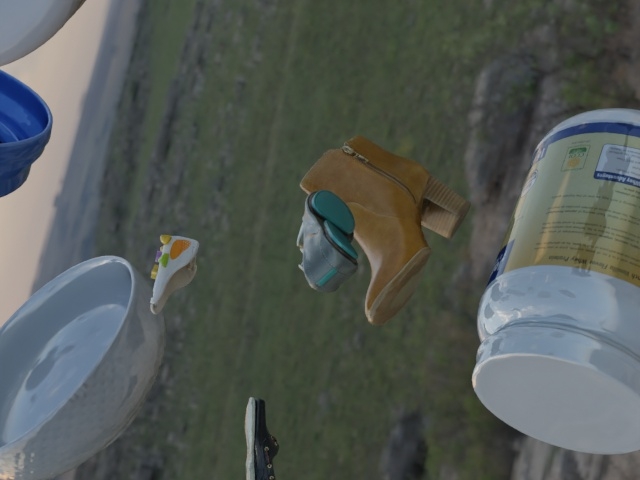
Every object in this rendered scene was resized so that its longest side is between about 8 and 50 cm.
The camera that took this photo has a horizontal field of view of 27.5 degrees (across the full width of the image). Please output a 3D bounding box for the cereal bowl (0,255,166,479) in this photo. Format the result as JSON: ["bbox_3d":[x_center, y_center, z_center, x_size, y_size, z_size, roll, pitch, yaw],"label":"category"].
[{"bbox_3d":[-0.334,0.191,1.774,0.339,0.141,0.339,-32,30,21],"label":"cereal bowl"}]

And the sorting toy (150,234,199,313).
[{"bbox_3d":[-0.163,0.040,1.392,0.083,0.045,0.075,110,-179,-70],"label":"sorting toy"}]

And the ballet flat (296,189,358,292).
[{"bbox_3d":[0.000,0.000,1.485,0.068,0.072,0.213,-48,14,13],"label":"ballet flat"}]

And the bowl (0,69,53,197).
[{"bbox_3d":[-0.484,-0.144,1.381,0.391,0.391,0.077,-107,34,-68],"label":"bowl"}]

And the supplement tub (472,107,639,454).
[{"bbox_3d":[0.298,0.043,1.389,0.316,0.228,0.228,-65,6,-30],"label":"supplement tub"}]

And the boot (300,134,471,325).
[{"bbox_3d":[0.058,-0.022,1.771,0.295,0.211,0.104,-49,-17,-45],"label":"boot"}]

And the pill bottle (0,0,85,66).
[{"bbox_3d":[-0.163,-0.211,0.704,0.283,0.161,0.161,-76,6,-61],"label":"pill bottle"}]

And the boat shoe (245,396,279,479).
[{"bbox_3d":[-0.075,0.263,1.674,0.049,0.042,0.133,-141,48,-75],"label":"boat shoe"}]
